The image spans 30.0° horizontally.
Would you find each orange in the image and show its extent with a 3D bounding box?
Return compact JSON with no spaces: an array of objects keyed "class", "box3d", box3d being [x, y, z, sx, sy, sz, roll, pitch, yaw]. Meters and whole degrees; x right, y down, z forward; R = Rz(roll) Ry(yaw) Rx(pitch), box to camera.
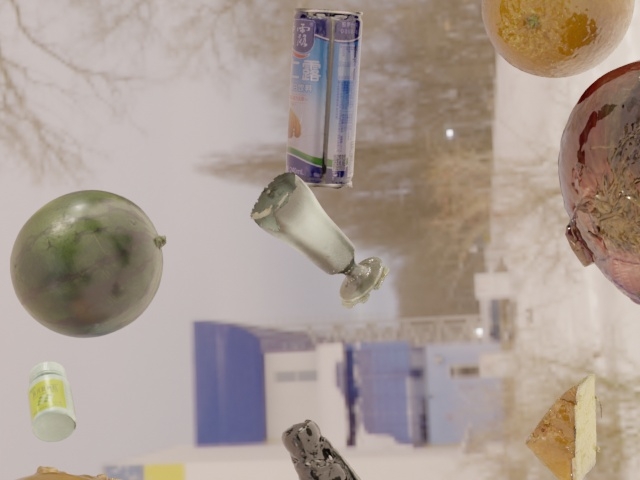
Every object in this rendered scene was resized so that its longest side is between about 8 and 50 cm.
[{"class":"orange","box3d":[0.341,-0.341,1.715,0.236,0.236,0.236,-3,-90,-83]}]

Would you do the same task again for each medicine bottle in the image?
[{"class":"medicine bottle","box3d":[-0.288,0.171,1.273,0.083,0.047,0.047,-115,12,-48]}]

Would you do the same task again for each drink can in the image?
[{"class":"drink can","box3d":[0.004,-0.190,1.601,0.097,0.097,0.235,-56,-30,-78]}]

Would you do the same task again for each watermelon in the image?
[{"class":"watermelon","box3d":[-0.368,0.038,1.892,0.242,0.242,0.243,-3,-90,-83]}]

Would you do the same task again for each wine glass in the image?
[{"class":"wine glass","box3d":[0.000,0.000,1.289,0.155,0.072,0.072,44,-151,-26]}]

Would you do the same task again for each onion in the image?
[{"class":"onion","box3d":[0.454,-0.060,1.478,0.353,0.353,0.354,-3,-90,-83]}]

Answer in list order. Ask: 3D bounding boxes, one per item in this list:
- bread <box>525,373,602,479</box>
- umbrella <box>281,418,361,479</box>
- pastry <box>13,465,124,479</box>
[{"class":"bread","box3d":[0.307,0.216,1.389,0.084,0.080,0.109,-24,-29,-52]},{"class":"umbrella","box3d":[0.059,0.402,1.609,0.358,0.106,0.113,62,-163,5]},{"class":"pastry","box3d":[-0.190,0.337,1.041,0.162,0.255,0.311,-20,-57,-48]}]
